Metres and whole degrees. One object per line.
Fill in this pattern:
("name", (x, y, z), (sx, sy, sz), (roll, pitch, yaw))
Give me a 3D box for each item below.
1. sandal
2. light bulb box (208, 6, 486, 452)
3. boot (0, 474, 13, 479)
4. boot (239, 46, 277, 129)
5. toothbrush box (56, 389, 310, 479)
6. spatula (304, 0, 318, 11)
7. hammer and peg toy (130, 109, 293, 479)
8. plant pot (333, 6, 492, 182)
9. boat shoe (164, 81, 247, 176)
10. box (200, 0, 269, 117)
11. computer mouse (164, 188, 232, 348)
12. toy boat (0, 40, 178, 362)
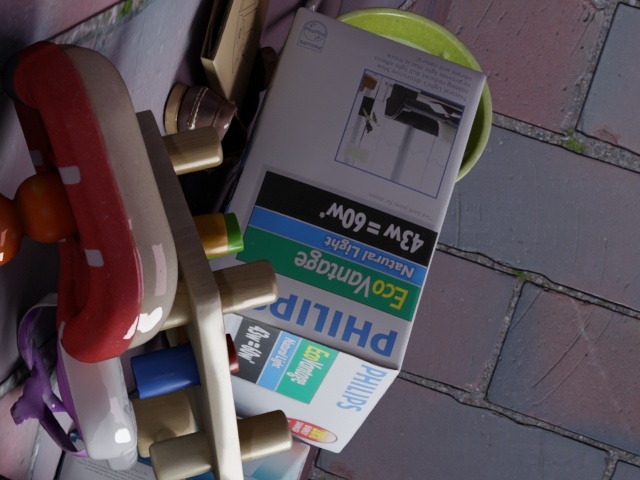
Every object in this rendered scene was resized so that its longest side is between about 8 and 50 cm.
("sandal", (-0.219, 0.118, 1.528), (0.416, 0.102, 0.169), (125, -47, -79))
("light bulb box", (0.000, 0.000, 1.997), (0.358, 0.225, 0.361), (115, -6, -67))
("boot", (-0.290, 0.346, 1.657), (0.222, 0.118, 0.338), (-66, 160, -12))
("boot", (-0.078, -0.175, 2.070), (0.114, 0.037, 0.106), (-42, 150, -83))
("toothbrush box", (-0.152, 0.273, 1.968), (0.295, 0.216, 0.126), (-37, 146, -78))
("spatula", (-0.023, -0.276, 2.194), (0.242, 0.019, 0.168), (-66, 176, -70))
("hammer and peg toy", (-0.109, 0.098, 1.572), (0.266, 0.127, 0.361), (-114, -165, -46))
("plant pot", (0.068, -0.141, 2.457), (0.254, 0.276, 0.276), (120, -7, -67))
("boat shoe", (-0.112, -0.106, 1.857), (0.207, 0.073, 0.073), (71, 34, -80))
("box", (-0.086, -0.226, 1.865), (0.201, 0.021, 0.164), (81, 22, -74))
("computer mouse", (-0.121, 0.061, 2.241), (0.184, 0.060, 0.262), (96, 16, -56))
("toy boat", (-0.197, -0.020, 1.271), (0.151, 0.151, 0.231), (-158, -130, -69))
